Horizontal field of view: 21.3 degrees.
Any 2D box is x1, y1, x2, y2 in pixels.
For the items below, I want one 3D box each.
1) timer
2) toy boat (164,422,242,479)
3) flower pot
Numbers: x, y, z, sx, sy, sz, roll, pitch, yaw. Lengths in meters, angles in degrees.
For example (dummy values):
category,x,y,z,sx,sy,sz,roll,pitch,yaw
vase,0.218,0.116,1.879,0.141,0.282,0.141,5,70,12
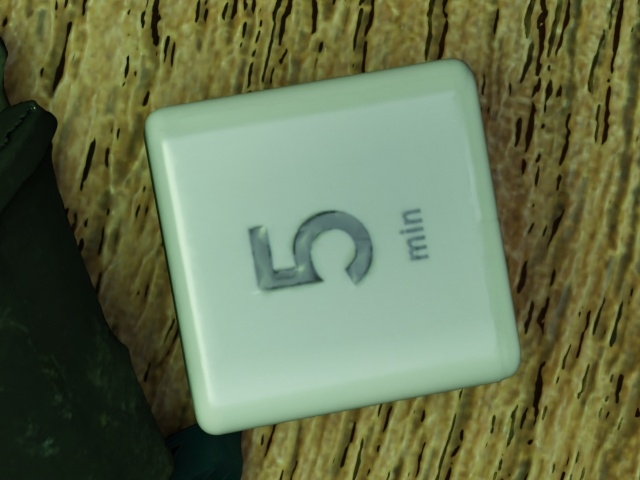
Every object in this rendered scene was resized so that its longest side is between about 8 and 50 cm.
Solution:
category,x,y,z,sx,sy,sz,roll,pitch,yaw
timer,0.000,0.000,1.060,0.195,0.192,0.194,-9,93,-6
toy boat,-0.146,0.192,1.106,0.246,0.093,0.103,-38,58,-10
flower pot,-0.248,0.086,0.991,0.379,0.379,0.251,-36,117,-3
